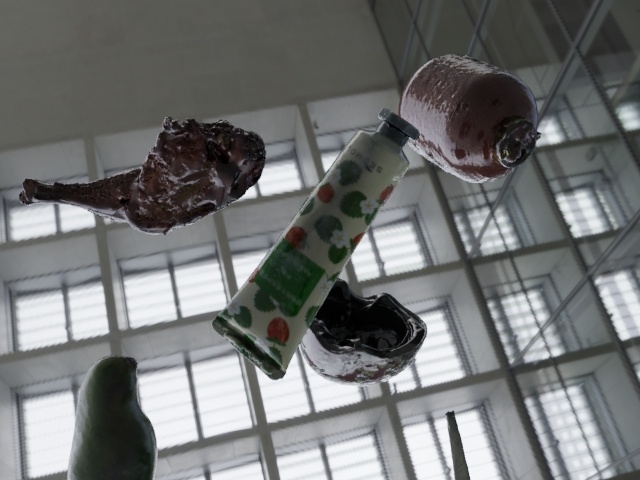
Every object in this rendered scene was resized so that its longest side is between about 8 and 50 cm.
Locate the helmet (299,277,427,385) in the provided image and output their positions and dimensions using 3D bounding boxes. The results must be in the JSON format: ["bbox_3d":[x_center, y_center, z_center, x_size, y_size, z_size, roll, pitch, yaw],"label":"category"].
[{"bbox_3d":[0.046,0.140,1.032,0.176,0.107,0.153,19,-153,11],"label":"helmet"}]

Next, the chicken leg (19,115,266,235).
[{"bbox_3d":[-0.143,-0.049,0.639,0.205,0.093,0.053,-25,-144,6],"label":"chicken leg"}]

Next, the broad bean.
[{"bbox_3d":[-0.198,0.214,0.497,0.292,0.049,0.144,-42,-69,-9],"label":"broad bean"}]

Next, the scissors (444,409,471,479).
[{"bbox_3d":[0.171,0.309,0.901,0.110,0.021,0.212,-7,-101,-8],"label":"scissors"}]

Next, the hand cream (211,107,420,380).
[{"bbox_3d":[0.000,0.000,0.730,0.095,0.059,0.276,36,-82,19],"label":"hand cream"}]

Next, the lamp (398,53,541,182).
[{"bbox_3d":[0.229,-0.185,1.160,0.180,0.180,0.258,-27,-142,-17],"label":"lamp"}]
